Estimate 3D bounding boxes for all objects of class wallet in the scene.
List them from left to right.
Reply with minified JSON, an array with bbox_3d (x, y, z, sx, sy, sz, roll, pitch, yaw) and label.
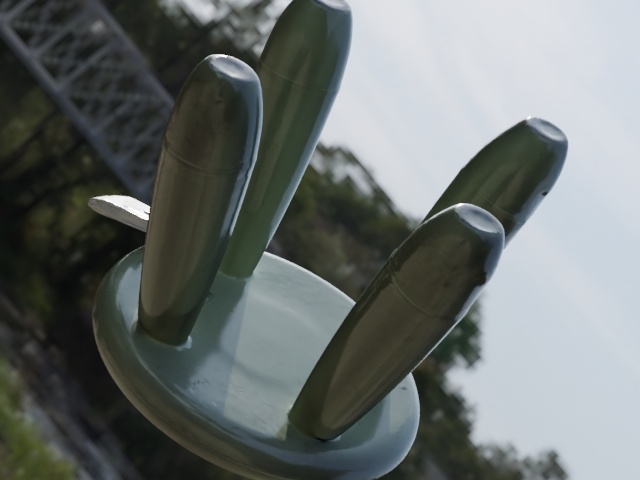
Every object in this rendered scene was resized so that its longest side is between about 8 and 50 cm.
[{"bbox_3d":[-0.108,-0.015,1.063,0.044,0.011,0.083,23,3,3],"label":"wallet"}]

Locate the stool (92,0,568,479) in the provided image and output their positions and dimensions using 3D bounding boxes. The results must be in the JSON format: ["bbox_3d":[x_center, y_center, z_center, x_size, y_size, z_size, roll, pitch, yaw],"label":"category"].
[{"bbox_3d":[0.000,0.000,0.978,0.195,0.198,0.195,31,27,7],"label":"stool"}]
